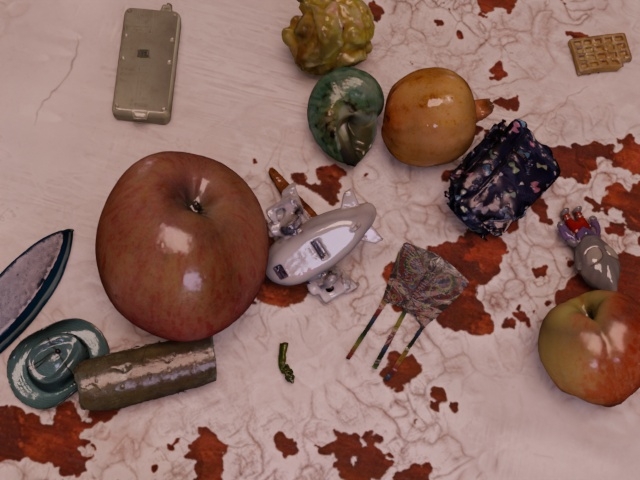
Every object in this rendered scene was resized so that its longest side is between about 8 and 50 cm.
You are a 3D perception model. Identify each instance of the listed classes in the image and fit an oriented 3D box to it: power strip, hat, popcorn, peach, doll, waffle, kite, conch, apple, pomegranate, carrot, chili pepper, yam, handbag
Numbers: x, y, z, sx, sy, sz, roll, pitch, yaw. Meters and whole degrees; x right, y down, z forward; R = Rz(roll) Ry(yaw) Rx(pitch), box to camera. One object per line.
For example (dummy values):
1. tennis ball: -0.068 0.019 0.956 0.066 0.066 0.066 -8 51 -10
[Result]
1. power strip: -0.353 -0.361 1.994 0.117 0.046 0.271 4 72 -3
2. hat: -0.477 0.215 1.762 0.191 0.078 0.138 -36 77 -17
3. popcorn: 0.017 -0.433 1.997 0.187 0.186 0.167 8 46 7
4. peach: 0.525 0.213 1.845 0.232 0.232 0.233 2 71 -7
5. doll: 0.549 0.033 1.962 0.102 0.075 0.228 -7 60 -20
6. waffle: 0.619 -0.412 2.150 0.135 0.021 0.092 -8 71 -9
7. kite: 0.162 0.141 1.905 0.152 0.015 0.285 33 68 8
8. conch: 0.055 -0.259 1.974 0.176 0.122 0.188 47 73 -12
9. apple: -0.247 -0.003 1.743 0.344 0.269 0.345 1 50 -1
10. pomegranate: 0.219 -0.242 1.945 0.207 0.207 0.207 2 71 -7
11. carrot: -0.054 -0.082 1.942 0.035 0.036 0.165 -37 78 -17
12. chili pepper: -0.066 0.233 1.839 0.027 0.022 0.083 -10 69 -9
13. yam: -0.310 0.238 1.763 0.259 0.106 0.106 -13 73 -11
14. handbag: 0.360 -0.126 1.963 0.162 0.113 0.260 48 68 -13

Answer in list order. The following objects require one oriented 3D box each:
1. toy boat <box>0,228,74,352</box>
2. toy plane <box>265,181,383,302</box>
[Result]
1. toy boat: -0.553 0.088 1.804 0.096 0.062 0.299 33 70 5
2. toy plane: 0.000 0.000 1.868 0.244 0.117 0.245 -1 107 -4
